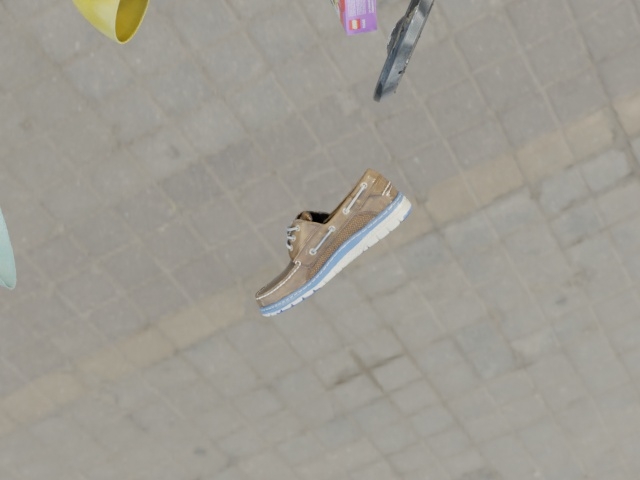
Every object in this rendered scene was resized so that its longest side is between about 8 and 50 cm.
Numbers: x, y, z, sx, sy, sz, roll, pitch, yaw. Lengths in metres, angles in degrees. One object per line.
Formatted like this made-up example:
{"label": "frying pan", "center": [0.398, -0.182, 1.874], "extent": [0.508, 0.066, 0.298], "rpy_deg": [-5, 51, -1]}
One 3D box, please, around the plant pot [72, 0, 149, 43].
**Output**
{"label": "plant pot", "center": [-0.346, -0.400, 1.837], "extent": [0.095, 0.134, 0.134], "rpy_deg": [21, 129, 7]}

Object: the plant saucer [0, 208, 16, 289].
{"label": "plant saucer", "center": [-0.381, -0.034, 1.223], "extent": [0.037, 0.195, 0.195], "rpy_deg": [-19, 133, -6]}

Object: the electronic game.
{"label": "electronic game", "center": [0.139, -0.338, 1.888], "extent": [0.048, 0.229, 0.229], "rpy_deg": [24, 126, 1]}

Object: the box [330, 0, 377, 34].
{"label": "box", "center": [0.037, -0.514, 1.846], "extent": [0.057, 0.201, 0.293], "rpy_deg": [-11, 131, -7]}

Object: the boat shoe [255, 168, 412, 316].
{"label": "boat shoe", "center": [0.000, 0.000, 1.101], "extent": [0.183, 0.066, 0.066], "rpy_deg": [-39, 98, 8]}
